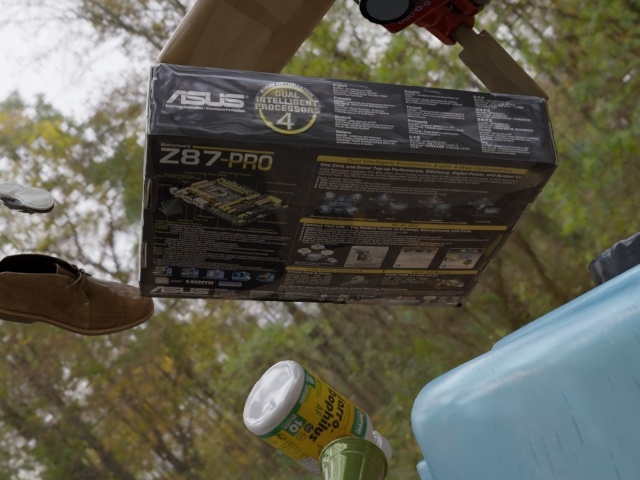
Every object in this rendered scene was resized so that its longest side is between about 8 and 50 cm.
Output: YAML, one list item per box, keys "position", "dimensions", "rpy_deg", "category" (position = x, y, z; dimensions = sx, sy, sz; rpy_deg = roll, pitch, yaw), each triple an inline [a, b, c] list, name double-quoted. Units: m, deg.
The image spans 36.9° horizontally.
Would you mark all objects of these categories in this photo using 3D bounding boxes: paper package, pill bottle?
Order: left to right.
- position: [-0.074, -0.389, 1.517]
  dimensions: [0.325, 0.168, 0.309]
  rpy_deg: [-49, 10, 26]
  category: "paper package"
- position: [0.001, 0.275, 1.391]
  dimensions: [0.117, 0.208, 0.117]
  rpy_deg: [-41, 24, 23]
  category: "pill bottle"

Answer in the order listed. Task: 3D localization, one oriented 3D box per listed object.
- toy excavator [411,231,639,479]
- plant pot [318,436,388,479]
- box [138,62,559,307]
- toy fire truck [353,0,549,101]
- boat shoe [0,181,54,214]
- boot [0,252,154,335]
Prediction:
- position: [0.089, 0.136, 0.459]
  dimensions: [0.445, 0.222, 0.433]
  rpy_deg: [-16, -14, -23]
  category: "toy excavator"
- position: [0.036, 0.286, 1.115]
  dimensions: [0.083, 0.083, 0.079]
  rpy_deg: [-51, 12, 24]
  category: "plant pot"
- position: [0.007, -0.037, 1.025]
  dimensions: [0.318, 0.395, 0.097]
  rpy_deg: [109, 161, -59]
  category: "box"
- position: [0.178, -0.257, 0.991]
  dimensions: [0.217, 0.158, 0.246]
  rpy_deg: [-27, -37, 32]
  category: "toy fire truck"
- position: [-0.488, -0.063, 1.591]
  dimensions: [0.046, 0.125, 0.038]
  rpy_deg: [-51, -35, -43]
  category: "boat shoe"
- position: [-0.444, 0.093, 1.734]
  dimensions: [0.305, 0.112, 0.115]
  rpy_deg: [7, -46, -22]
  category: "boot"
